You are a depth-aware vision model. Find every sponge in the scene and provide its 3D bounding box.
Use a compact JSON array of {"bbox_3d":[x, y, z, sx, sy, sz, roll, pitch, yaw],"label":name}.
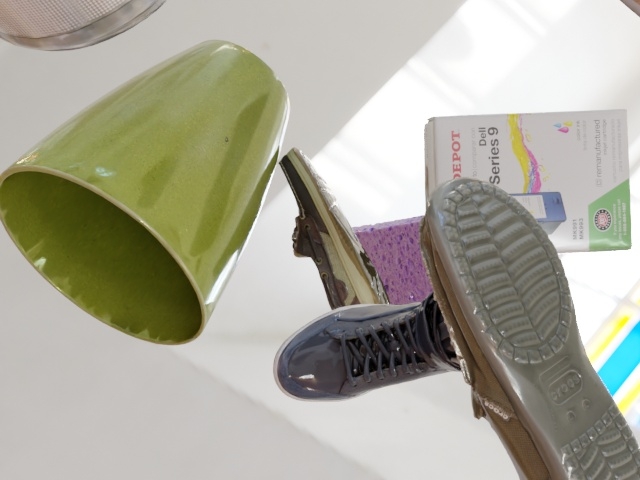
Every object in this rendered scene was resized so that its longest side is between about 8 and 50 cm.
[{"bbox_3d":[0.107,0.031,2.061,0.210,0.031,0.117,-9,-74,55],"label":"sponge"}]

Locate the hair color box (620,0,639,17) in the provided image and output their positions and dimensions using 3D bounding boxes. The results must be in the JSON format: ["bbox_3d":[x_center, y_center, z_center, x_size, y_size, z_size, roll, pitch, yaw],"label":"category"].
[{"bbox_3d":[0.483,-0.303,1.811,0.374,0.113,0.185,46,-44,22],"label":"hair color box"}]

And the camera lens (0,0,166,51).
[{"bbox_3d":[-0.221,-0.289,1.140,0.219,0.219,0.274,25,-15,37],"label":"camera lens"}]

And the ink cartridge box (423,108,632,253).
[{"bbox_3d":[0.222,-0.061,1.686,0.093,0.212,0.154,-164,-108,-88],"label":"ink cartridge box"}]

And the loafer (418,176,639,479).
[{"bbox_3d":[0.123,0.081,1.026,0.087,0.094,0.251,-29,-98,53],"label":"loafer"}]

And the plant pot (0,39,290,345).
[{"bbox_3d":[-0.167,-0.083,1.750,0.274,0.293,0.275,25,-31,17],"label":"plant pot"}]

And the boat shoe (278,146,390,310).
[{"bbox_3d":[0.001,0.001,1.805,0.223,0.073,0.080,61,11,7],"label":"boat shoe"}]

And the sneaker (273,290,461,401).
[{"bbox_3d":[0.071,0.086,1.346,0.163,0.226,0.086,127,-52,-83],"label":"sneaker"}]
